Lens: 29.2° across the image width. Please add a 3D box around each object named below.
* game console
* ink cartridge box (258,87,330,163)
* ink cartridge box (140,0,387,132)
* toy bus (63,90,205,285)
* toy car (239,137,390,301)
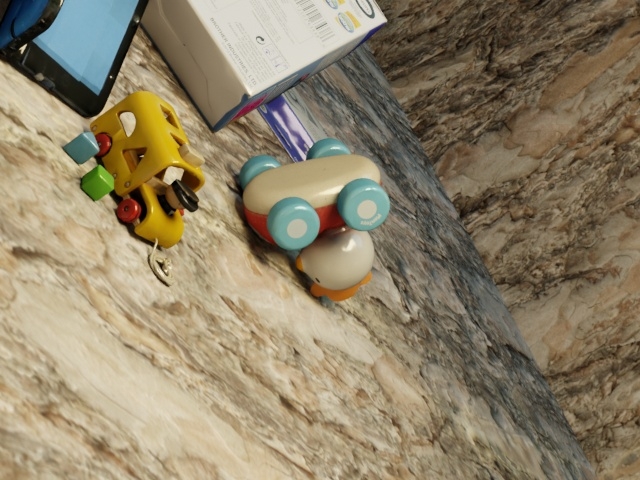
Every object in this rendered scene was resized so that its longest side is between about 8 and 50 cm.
[{"bbox_3d":[-0.238,-0.318,1.418,0.173,0.293,0.250,26,-16,-26],"label":"game console"},{"bbox_3d":[-0.044,-0.222,2.391,0.223,0.045,0.224,55,14,-5],"label":"ink cartridge box"},{"bbox_3d":[-0.079,-0.388,2.003,0.395,0.151,0.270,-35,92,-35],"label":"ink cartridge box"},{"bbox_3d":[-0.191,-0.080,1.465,0.202,0.104,0.191,51,15,-17],"label":"toy bus"},{"bbox_3d":[0.000,0.000,1.868,0.219,0.210,0.238,-126,-157,-61],"label":"toy car"}]
